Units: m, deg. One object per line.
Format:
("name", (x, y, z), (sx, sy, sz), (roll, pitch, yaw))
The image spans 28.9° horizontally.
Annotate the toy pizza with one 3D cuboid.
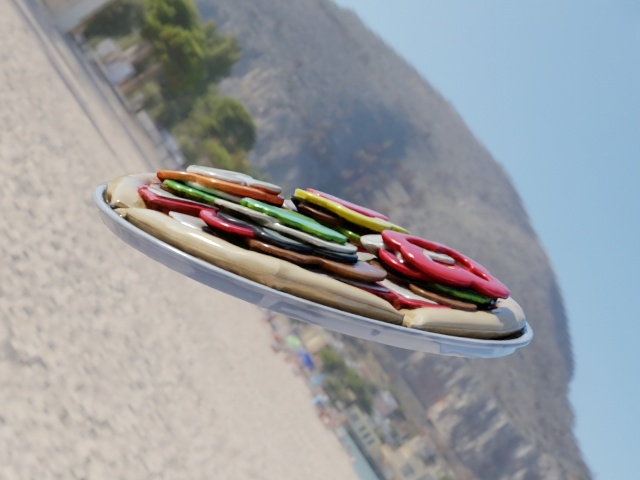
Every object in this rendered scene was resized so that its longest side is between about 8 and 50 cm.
("toy pizza", (0.000, 0.000, 0.546), (0.201, 0.032, 0.201), (18, 9, -3))
